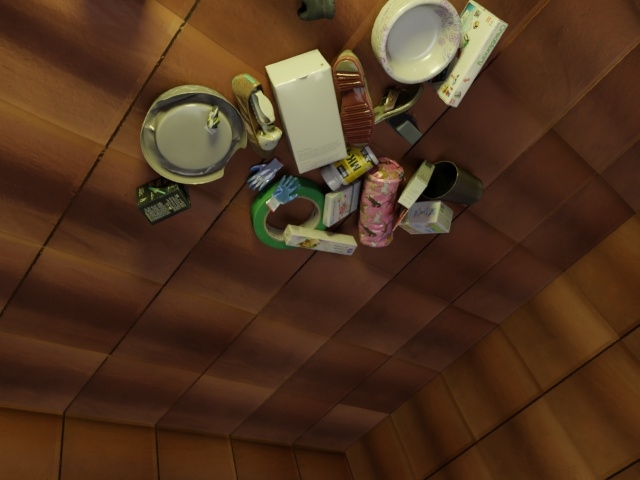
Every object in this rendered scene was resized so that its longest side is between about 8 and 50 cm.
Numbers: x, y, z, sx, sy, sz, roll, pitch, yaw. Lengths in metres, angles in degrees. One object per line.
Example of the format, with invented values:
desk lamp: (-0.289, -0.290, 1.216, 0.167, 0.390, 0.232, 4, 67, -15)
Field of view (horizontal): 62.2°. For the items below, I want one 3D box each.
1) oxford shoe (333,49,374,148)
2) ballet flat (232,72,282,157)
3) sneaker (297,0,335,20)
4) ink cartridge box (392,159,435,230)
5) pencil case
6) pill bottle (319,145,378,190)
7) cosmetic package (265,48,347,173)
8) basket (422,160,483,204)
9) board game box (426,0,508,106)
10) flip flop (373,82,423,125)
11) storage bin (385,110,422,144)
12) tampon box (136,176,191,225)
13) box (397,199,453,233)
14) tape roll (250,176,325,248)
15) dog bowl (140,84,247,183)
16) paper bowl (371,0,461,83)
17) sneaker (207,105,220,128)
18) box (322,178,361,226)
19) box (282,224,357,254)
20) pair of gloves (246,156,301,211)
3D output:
oxford shoe: (0.127, -0.490, 1.847, 0.122, 0.130, 0.349, -2, 130, 11)
ballet flat: (-0.196, -0.406, 1.807, 0.116, 0.124, 0.343, -43, 140, -27)
sneaker: (-0.036, -0.777, 1.554, 0.130, 0.109, 0.287, -13, 133, -1)
ink cartridge box: (0.361, -0.188, 2.153, 0.060, 0.275, 0.239, 36, 119, 1)
pencil case: (0.248, -0.149, 2.210, 0.167, 0.160, 0.386, 8, 132, 4)
pill bottle: (0.109, -0.290, 2.047, 0.208, 0.119, 0.119, -34, 134, 11)
cosmetic package: (-0.041, -0.436, 1.828, 0.196, 0.155, 0.366, -19, 135, -5)
basket: (0.575, -0.234, 2.260, 0.226, 0.154, 0.204, 10, 161, -36)
board game box: (0.489, -0.640, 1.820, 0.053, 0.193, 0.305, 10, 127, -28)
flip flop: (0.247, -0.502, 1.929, 0.276, 0.112, 0.080, -26, 121, 10)
storage bin: (0.330, -0.435, 2.019, 0.098, 0.091, 0.135, -42, 133, 18)
tampon box: (-0.565, -0.153, 1.909, 0.160, 0.121, 0.102, -24, 135, 1)
box: (0.452, -0.098, 2.298, 0.203, 0.103, 0.114, -2, 156, 45)
tape roll: (-0.121, -0.107, 2.158, 0.320, 0.077, 0.322, -11, 133, -12)
dog bowl: (-0.426, -0.361, 1.785, 0.348, 0.102, 0.349, -12, 135, -12)
paper bowl: (0.304, -0.676, 1.744, 0.283, 0.148, 0.284, -12, 135, -12)
sneaker: (-0.337, -0.395, 1.700, 0.035, 0.031, 0.083, -3, 137, -37)
box: (0.087, -0.156, 2.154, 0.186, 0.038, 0.145, -32, 142, -37)
box: (0.000, 0.000, 2.205, 0.323, 0.067, 0.063, 9, 128, -31)
pair of gloves: (-0.179, -0.216, 2.003, 0.159, 0.023, 0.198, -42, 96, 5)
